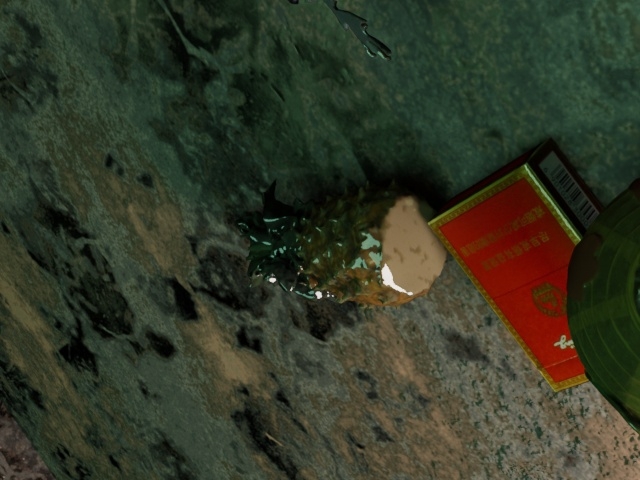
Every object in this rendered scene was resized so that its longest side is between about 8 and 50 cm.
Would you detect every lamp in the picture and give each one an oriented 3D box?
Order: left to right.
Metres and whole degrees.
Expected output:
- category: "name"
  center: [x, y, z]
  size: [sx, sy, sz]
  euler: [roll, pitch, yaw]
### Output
- category: "lamp"
  center: [0.347, 0.057, 0.743]
  size: [0.250, 0.284, 0.250]
  euler: [-10, 72, 34]

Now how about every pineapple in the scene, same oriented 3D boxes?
- category: "pineapple"
  center: [0.000, 0.000, 1.060]
  size: [0.310, 0.141, 0.170]
  euler: [-2, 123, 49]

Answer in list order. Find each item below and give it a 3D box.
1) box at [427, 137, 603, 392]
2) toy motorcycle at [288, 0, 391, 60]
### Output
- category: "box"
  center: [0.244, 0.032, 0.919]
  size: [0.239, 0.074, 0.153]
  euler: [53, 134, -3]
- category: "toy motorcycle"
  center: [-0.041, -0.337, 0.842]
  size: [0.401, 0.134, 0.207]
  euler: [45, 138, 7]
